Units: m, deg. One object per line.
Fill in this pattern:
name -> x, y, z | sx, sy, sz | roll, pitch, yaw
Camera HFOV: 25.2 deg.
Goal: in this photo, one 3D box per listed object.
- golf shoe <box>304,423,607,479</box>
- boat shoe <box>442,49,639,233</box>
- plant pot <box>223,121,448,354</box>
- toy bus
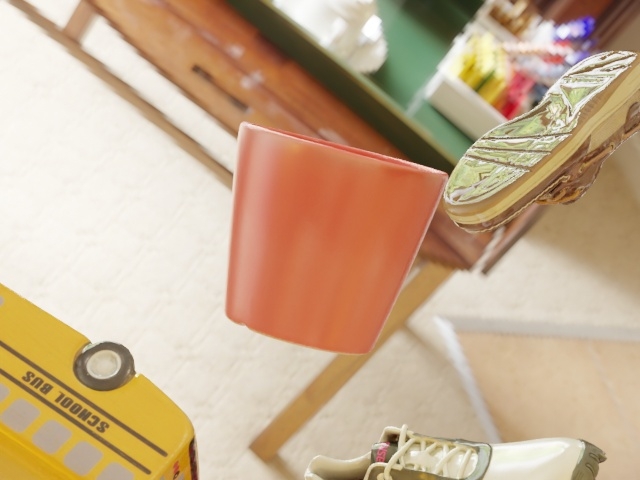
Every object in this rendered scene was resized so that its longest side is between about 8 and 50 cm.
golf shoe -> 0.100, 0.204, 1.156 | 0.120, 0.273, 0.105 | 48, 42, -17
boat shoe -> 0.277, -0.092, 1.664 | 0.342, 0.123, 0.123 | -42, 122, -34
plant pot -> 0.000, 0.000, 1.781 | 0.275, 0.243, 0.275 | 15, 5, -1
toy bus -> -0.253, 0.130, 1.216 | 0.332, 0.108, 0.130 | 29, 57, 20
